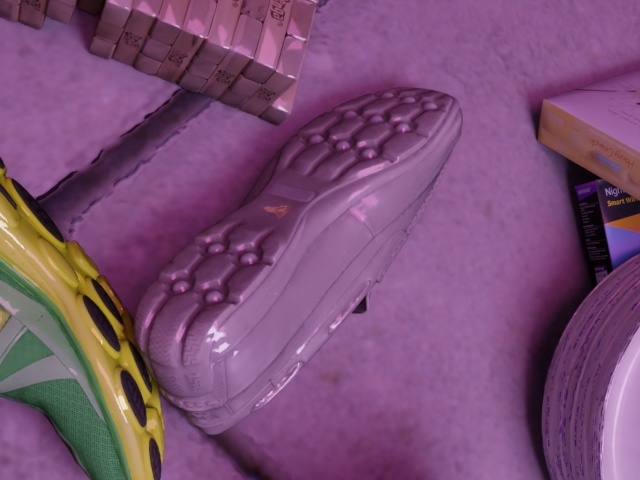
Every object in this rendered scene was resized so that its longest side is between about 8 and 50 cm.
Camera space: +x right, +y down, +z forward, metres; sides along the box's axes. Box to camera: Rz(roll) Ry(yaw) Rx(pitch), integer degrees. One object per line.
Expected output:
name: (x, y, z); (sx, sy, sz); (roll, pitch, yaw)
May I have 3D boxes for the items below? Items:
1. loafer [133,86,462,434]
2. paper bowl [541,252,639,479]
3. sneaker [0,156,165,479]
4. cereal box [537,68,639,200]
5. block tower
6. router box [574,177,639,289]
loafer: (0.000, 0.000, 0.627); (0.319, 0.112, 0.111); (-44, 137, -30)
paper bowl: (0.325, 0.141, 0.657); (0.284, 0.148, 0.284); (-1, 93, -15)
sneaker: (-0.202, 0.046, 0.542); (0.123, 0.109, 0.295); (-36, 99, 4)
cereal box: (0.331, -0.099, 0.741); (0.240, 0.173, 0.047); (-20, 129, -25)
block tower: (-0.157, -0.189, 0.598); (0.335, 0.097, 0.091); (19, 74, -18)
router box: (0.317, 0.001, 0.753); (0.179, 0.046, 0.133); (-10, 88, -13)
